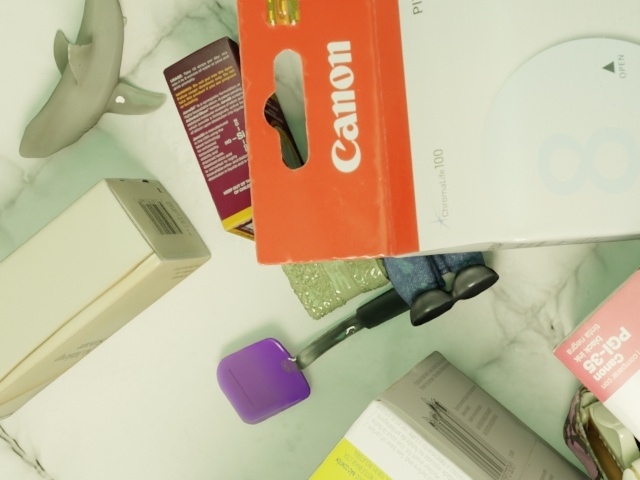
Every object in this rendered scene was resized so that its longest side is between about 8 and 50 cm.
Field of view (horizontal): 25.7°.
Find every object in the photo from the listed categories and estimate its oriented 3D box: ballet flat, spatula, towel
[{"bbox_3d":[0.293,0.213,1.320,0.077,0.221,0.079,-21,128,-10],"label":"ballet flat"},{"bbox_3d":[0.023,0.097,1.471,0.296,0.030,0.084,-31,102,10],"label":"spatula"},{"bbox_3d":[0.000,0.000,1.481,0.110,0.027,0.148,-29,84,15],"label":"towel"}]

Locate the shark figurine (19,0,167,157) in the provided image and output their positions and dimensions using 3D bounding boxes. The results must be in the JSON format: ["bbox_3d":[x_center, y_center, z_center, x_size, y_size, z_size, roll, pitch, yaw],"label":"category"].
[{"bbox_3d":[-0.259,-0.227,1.506,0.166,0.116,0.278,1,93,14],"label":"shark figurine"}]

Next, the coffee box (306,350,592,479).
[{"bbox_3d":[0.108,0.351,1.297,0.338,0.337,0.334,40,101,10],"label":"coffee box"}]

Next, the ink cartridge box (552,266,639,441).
[{"bbox_3d":[0.361,0.157,1.291,0.117,0.207,0.283,-45,80,11],"label":"ink cartridge box"}]

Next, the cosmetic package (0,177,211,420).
[{"bbox_3d":[-0.284,0.068,1.492,0.309,0.160,0.113,-39,82,14],"label":"cosmetic package"}]

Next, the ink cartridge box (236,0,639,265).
[{"bbox_3d":[0.119,-0.143,1.323,0.385,0.091,0.308,-4,84,-2],"label":"ink cartridge box"}]

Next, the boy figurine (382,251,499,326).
[{"bbox_3d":[0.078,-0.063,1.418,0.177,0.092,0.285,-27,78,4],"label":"boy figurine"}]

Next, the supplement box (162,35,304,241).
[{"bbox_3d":[-0.079,-0.101,1.445,0.081,0.104,0.188,-26,75,14],"label":"supplement box"}]
